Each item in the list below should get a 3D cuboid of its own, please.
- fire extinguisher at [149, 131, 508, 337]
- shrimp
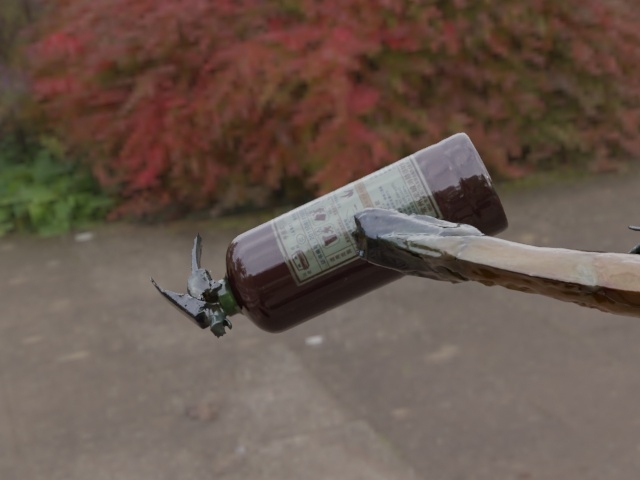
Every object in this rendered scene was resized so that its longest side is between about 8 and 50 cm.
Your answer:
[{"bbox_3d":[0.000,0.000,1.041,0.231,0.071,0.099,-24,44,5],"label":"fire extinguisher"},{"bbox_3d":[0.114,0.006,0.745,0.198,0.051,0.262,12,5,2],"label":"shrimp"}]
